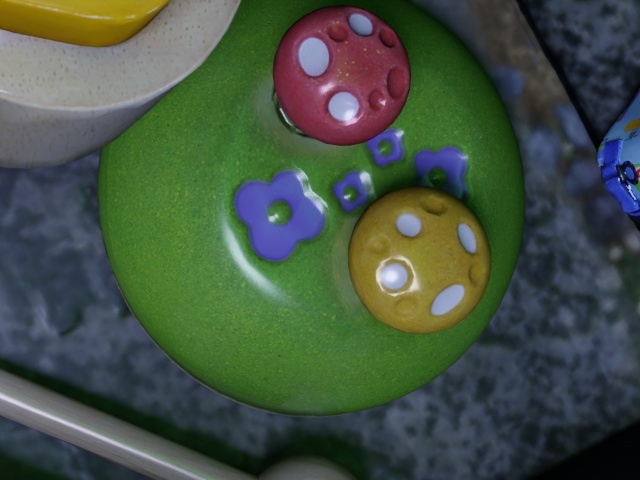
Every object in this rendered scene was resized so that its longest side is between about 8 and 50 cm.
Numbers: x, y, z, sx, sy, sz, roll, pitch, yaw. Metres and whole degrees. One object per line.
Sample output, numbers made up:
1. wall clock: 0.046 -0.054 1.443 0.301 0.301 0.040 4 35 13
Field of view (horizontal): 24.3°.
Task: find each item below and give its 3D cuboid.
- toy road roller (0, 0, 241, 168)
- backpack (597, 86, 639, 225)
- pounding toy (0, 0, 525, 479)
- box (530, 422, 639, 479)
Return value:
1. toy road roller: -0.179 -0.176 0.474 0.330 0.202 0.240 15 81 -16
2. backpack: 0.219 -0.052 0.608 0.117 0.173 0.158 41 75 -11
3. pounding toy: 0.000 0.000 0.566 0.183 0.110 0.237 32 76 -13
4. box: 0.135 0.226 0.593 0.184 0.103 0.261 -23 93 -22
